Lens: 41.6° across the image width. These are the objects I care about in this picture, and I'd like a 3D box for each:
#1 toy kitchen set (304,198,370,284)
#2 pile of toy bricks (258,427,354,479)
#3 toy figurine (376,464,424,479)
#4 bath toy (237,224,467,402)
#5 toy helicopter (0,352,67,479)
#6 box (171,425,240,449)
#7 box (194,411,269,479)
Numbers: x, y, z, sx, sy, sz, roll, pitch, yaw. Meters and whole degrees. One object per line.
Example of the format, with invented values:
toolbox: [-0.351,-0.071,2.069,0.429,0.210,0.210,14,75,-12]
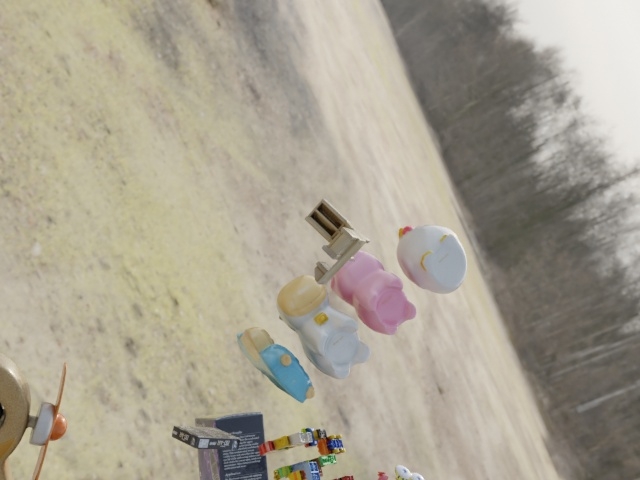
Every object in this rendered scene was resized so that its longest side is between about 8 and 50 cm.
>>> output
toy kitchen set: [0.000,0.000,0.945,0.075,0.068,0.083,44,9,14]
pile of toy bricks: [-0.032,0.374,1.386,0.212,0.105,0.118,29,43,-64]
toy figurine: [0.230,0.528,1.360,0.362,0.191,0.217,39,-19,-4]
bath toy: [0.052,0.082,1.218,0.129,0.348,0.151,10,-50,64]
toy helicopter: [-0.464,0.304,1.208,0.140,0.235,0.355,-119,-157,-60]
box: [-0.175,0.303,1.293,0.083,0.067,0.018,15,85,-44]
box: [-0.186,0.469,1.773,0.153,0.108,0.207,154,-68,-62]
